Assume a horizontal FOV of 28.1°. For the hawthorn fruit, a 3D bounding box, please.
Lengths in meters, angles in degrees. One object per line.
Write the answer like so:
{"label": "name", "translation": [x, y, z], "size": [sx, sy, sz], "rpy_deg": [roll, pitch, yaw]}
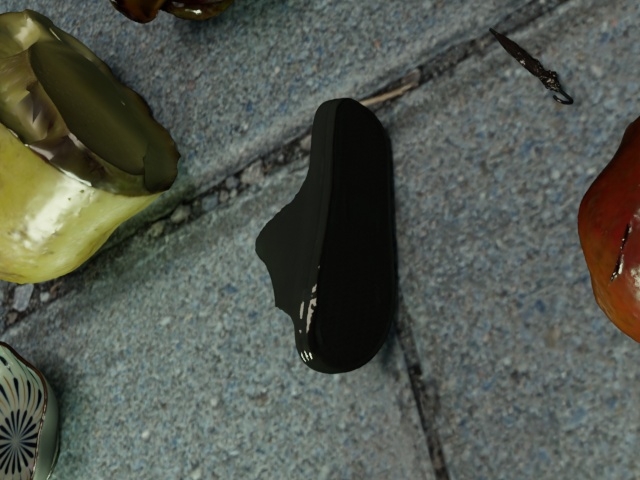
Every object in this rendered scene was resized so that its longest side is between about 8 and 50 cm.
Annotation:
{"label": "hawthorn fruit", "translation": [0.275, 0.001, 0.815], "size": [0.202, 0.185, 0.185], "rpy_deg": [22, 91, 36]}

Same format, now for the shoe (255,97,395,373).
{"label": "shoe", "translation": [0.000, 0.000, 1.078], "size": [0.093, 0.108, 0.241], "rpy_deg": [-12, 63, 37]}

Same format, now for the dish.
{"label": "dish", "translation": [-0.315, 0.200, 1.288], "size": [0.190, 0.066, 0.191], "rpy_deg": [-13, 67, 35]}

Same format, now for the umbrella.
{"label": "umbrella", "translation": [0.172, -0.142, 1.040], "size": [0.122, 0.022, 0.013], "rpy_deg": [58, 139, 45]}

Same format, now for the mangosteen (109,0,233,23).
{"label": "mangosteen", "translation": [-0.127, -0.315, 1.215], "size": [0.265, 0.228, 0.228], "rpy_deg": [106, 146, -52]}

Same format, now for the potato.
{"label": "potato", "translation": [-0.283, -0.071, 1.256], "size": [0.242, 0.242, 0.285], "rpy_deg": [-51, 58, 15]}
